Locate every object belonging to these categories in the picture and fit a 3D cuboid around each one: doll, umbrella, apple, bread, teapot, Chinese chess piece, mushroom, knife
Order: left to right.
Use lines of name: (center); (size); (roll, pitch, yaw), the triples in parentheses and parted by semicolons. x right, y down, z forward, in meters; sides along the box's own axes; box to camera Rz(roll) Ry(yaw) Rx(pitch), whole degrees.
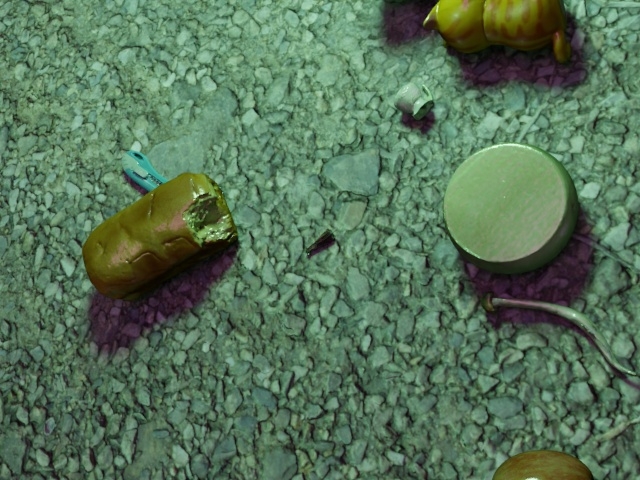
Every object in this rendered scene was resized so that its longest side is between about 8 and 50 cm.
knife: (-0.395, -0.146, 2.062); (0.222, 0.031, 0.064); (35, 90, 28)
bread: (-0.360, -0.011, 1.937); (0.344, 0.149, 0.195); (-31, 67, 13)
umbrella: (0.001, 0.001, 1.843); (0.083, 0.020, 0.031); (-40, 62, 15)
teapot: (0.199, -0.291, 1.817); (0.083, 0.064, 0.064); (-36, 67, -24)
doll: (0.358, -0.448, 1.730); (0.269, 0.166, 0.162); (9, 77, 30)
Chinese chess piece: (0.355, -0.060, 1.647); (0.250, 0.101, 0.250); (-7, 72, 23)
apple: (0.374, 0.439, 1.444); (0.173, 0.188, 0.188); (-15, 69, 12)
mushroom: (0.434, 0.154, 1.587); (0.306, 0.043, 0.068); (22, 103, 27)

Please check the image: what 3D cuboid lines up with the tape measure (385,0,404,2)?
tape measure: (0.188, -0.597, 1.803); (0.243, 0.246, 0.125); (-21, 66, 30)
